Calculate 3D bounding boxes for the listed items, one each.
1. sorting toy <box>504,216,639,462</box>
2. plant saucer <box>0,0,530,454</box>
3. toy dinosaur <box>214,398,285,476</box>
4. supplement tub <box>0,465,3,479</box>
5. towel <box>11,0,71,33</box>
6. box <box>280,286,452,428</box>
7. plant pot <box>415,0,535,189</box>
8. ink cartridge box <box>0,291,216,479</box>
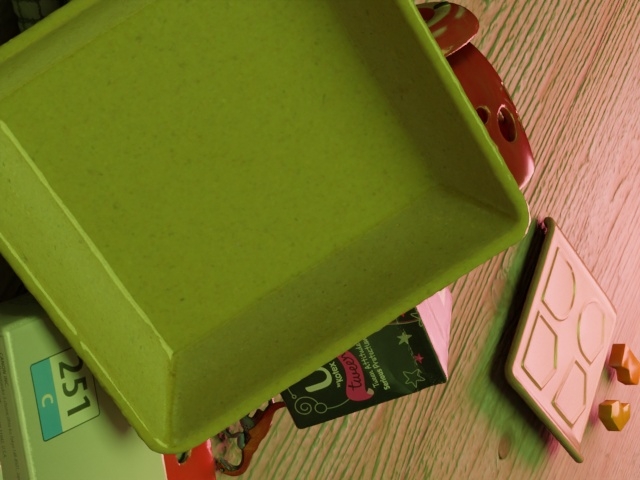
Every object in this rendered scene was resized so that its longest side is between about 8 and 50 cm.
[{"bbox_3d":[0.303,0.144,1.934,0.307,0.041,0.229,48,49,-45],"label":"sorting toy"},{"bbox_3d":[-0.066,-0.059,1.151,0.332,0.081,0.333,-33,116,0],"label":"plant saucer"},{"bbox_3d":[-0.064,0.169,1.388,0.047,0.090,0.082,3,98,-27],"label":"toy dinosaur"},{"bbox_3d":[-0.306,0.173,0.977,0.199,0.144,0.144,-35,120,-49],"label":"supplement tub"},{"bbox_3d":[-0.110,-0.202,1.257,0.283,0.121,0.235,-43,126,-45],"label":"towel"},{"bbox_3d":[0.000,0.000,1.339,0.163,0.142,0.247,-77,145,-65],"label":"box"},{"bbox_3d":[0.081,-0.113,1.481,0.191,0.191,0.174,-43,117,-45],"label":"plant pot"},{"bbox_3d":[-0.150,0.168,1.266,0.261,0.066,0.296,-25,111,-51],"label":"ink cartridge box"}]
